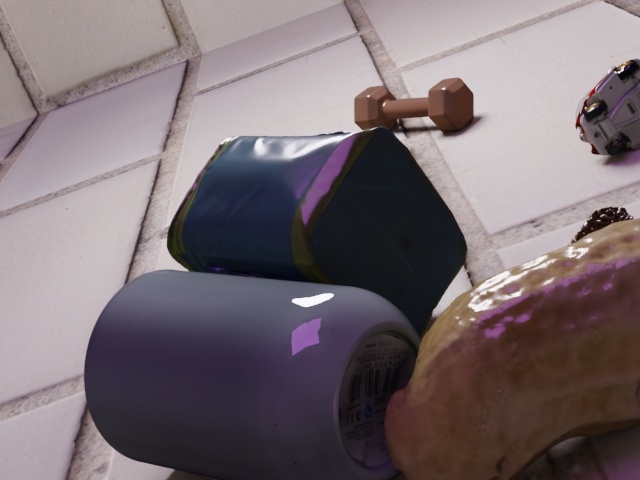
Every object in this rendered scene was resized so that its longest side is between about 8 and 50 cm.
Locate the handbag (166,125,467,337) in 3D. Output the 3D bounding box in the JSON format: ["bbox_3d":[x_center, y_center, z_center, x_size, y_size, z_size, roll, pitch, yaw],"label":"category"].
[{"bbox_3d":[0.000,0.000,1.219,0.241,0.263,0.222,6,59,44],"label":"handbag"}]

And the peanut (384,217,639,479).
[{"bbox_3d":[0.206,0.091,0.921,0.340,0.174,0.158,-19,38,-5],"label":"peanut"}]

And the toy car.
[{"bbox_3d":[0.408,-0.178,1.498,0.139,0.112,0.112,-38,11,-15],"label":"toy car"}]

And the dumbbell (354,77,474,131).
[{"bbox_3d":[0.160,-0.232,1.861,0.231,0.082,0.092,2,30,45],"label":"dumbbell"}]

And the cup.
[{"bbox_3d":[-0.059,0.137,1.029,0.312,0.205,0.205,2,31,43],"label":"cup"}]

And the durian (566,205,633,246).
[{"bbox_3d":[0.333,-0.006,1.250,0.130,0.052,0.066,-34,-14,-35],"label":"durian"}]
